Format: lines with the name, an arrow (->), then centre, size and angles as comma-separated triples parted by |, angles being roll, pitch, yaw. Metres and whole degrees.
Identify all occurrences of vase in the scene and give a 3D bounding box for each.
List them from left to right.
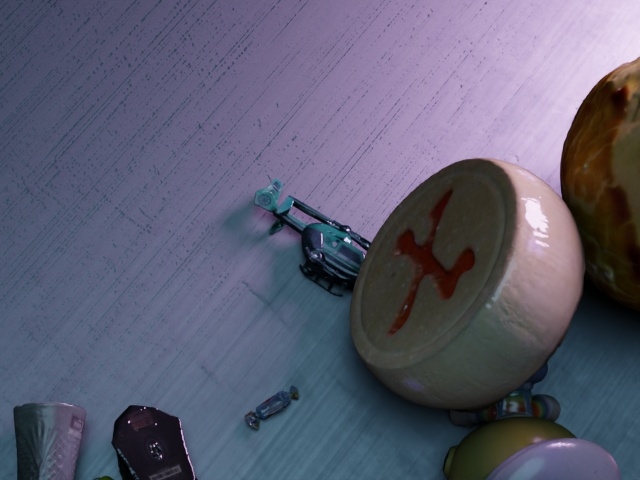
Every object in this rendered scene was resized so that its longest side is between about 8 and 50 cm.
vase -> -0.358, 0.327, 1.719 | 0.096, 0.096, 0.219 | 0, 71, -2

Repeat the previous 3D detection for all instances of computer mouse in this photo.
computer mouse -> -0.219, 0.296, 1.748 | 0.099, 0.057, 0.172 | -15, 64, -29

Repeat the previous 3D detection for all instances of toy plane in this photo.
toy plane -> 0.000, 0.000, 1.880 | 0.235, 0.060, 0.096 | 34, 63, 8

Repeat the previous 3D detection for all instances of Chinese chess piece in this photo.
Chinese chess piece -> 0.187, 0.057, 1.720 | 0.140, 0.338, 0.338 | 31, 66, -27

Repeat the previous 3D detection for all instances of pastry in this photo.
pastry -> 0.477, -0.068, 1.764 | 0.312, 0.388, 0.389 | -16, 69, 2

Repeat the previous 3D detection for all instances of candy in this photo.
candy -> -0.064, 0.228, 1.805 | 0.083, 0.020, 0.030 | -29, 72, -15

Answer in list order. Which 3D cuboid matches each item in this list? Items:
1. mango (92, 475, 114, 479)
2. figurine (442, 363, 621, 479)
mango -> -0.258, 0.382, 1.710 | 0.091, 0.074, 0.165 | -22, 63, -10
figurine -> 0.242, 0.245, 1.719 | 0.224, 0.205, 0.382 | -12, 61, -14
